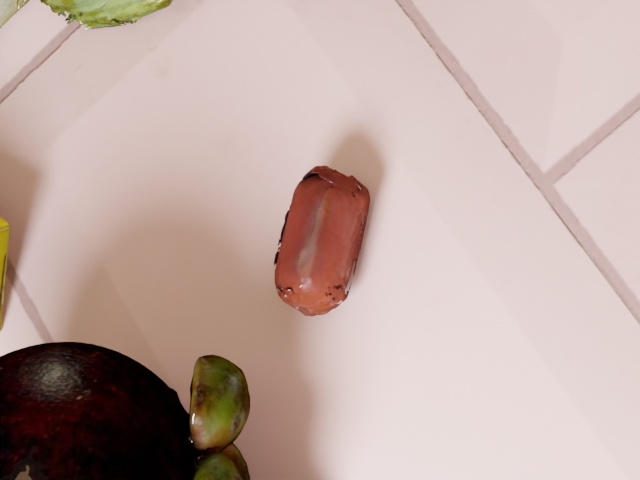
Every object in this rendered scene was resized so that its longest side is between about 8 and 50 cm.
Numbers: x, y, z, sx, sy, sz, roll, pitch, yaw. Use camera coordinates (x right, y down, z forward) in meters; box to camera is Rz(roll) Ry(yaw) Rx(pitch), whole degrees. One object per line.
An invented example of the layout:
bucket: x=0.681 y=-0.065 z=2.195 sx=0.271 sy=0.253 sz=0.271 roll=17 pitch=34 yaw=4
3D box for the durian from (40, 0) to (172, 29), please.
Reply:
durian: x=-0.153 y=-0.358 z=1.887 sx=0.394 sy=0.163 sz=0.198 roll=-33 pitch=102 yaw=23

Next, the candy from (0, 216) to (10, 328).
candy: x=-0.440 y=-0.011 z=1.908 sx=0.276 sy=0.088 sz=0.146 roll=34 pitch=127 yaw=30

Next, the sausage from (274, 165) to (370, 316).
sausage: x=0.000 y=0.000 z=1.700 sx=0.076 sy=0.076 sz=0.141 roll=11 pitch=82 yaw=31

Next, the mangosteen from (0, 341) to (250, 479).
mangosteen: x=-0.209 y=0.239 z=1.626 sx=0.330 sy=0.330 sz=0.330 roll=-8 pitch=73 yaw=28

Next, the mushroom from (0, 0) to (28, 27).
mushroom: x=-0.453 y=-0.198 z=1.997 sx=0.333 sy=0.087 sz=0.107 roll=-28 pitch=42 yaw=18
